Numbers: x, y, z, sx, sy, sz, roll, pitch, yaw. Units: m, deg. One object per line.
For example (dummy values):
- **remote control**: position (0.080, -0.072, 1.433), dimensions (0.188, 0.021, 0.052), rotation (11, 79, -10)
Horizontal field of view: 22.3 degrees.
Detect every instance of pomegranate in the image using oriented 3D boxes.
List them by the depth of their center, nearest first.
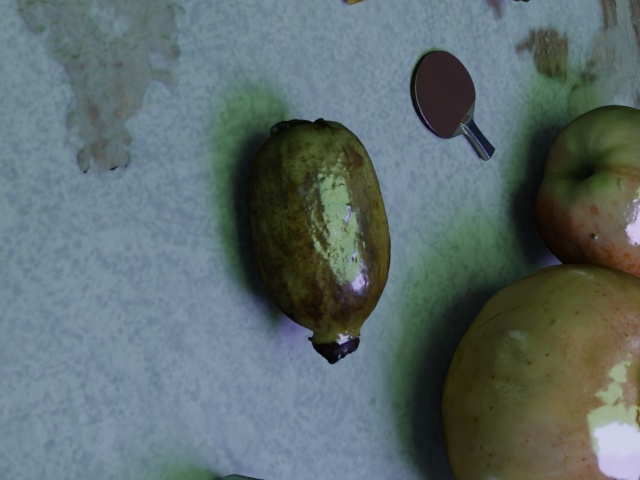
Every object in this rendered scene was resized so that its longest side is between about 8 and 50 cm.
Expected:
- **pomegranate**: position (0.309, 0.193, 1.851), dimensions (0.338, 0.338, 0.338), rotation (-2, 93, -43)

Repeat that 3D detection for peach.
- **peach**: position (0.375, -0.049, 1.992), dimensions (0.232, 0.232, 0.232), rotation (-2, 93, -43)

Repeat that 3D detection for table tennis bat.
- **table tennis bat**: position (0.159, -0.155, 1.916), dimensions (0.158, 0.014, 0.095), rotation (49, 59, -30)

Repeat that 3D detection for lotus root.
- **lotus root**: position (0.000, 0.000, 1.697), dimensions (0.145, 0.128, 0.260), rotation (-12, 95, -28)

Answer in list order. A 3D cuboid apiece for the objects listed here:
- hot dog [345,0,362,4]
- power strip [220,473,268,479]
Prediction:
- **hot dog**: position (0.056, -0.286, 1.810), dimensions (0.083, 0.021, 0.037), rotation (-27, 111, -38)
- **power strip**: position (-0.028, 0.367, 1.592), dimensions (0.141, 0.261, 0.229), rotation (36, 68, -36)
